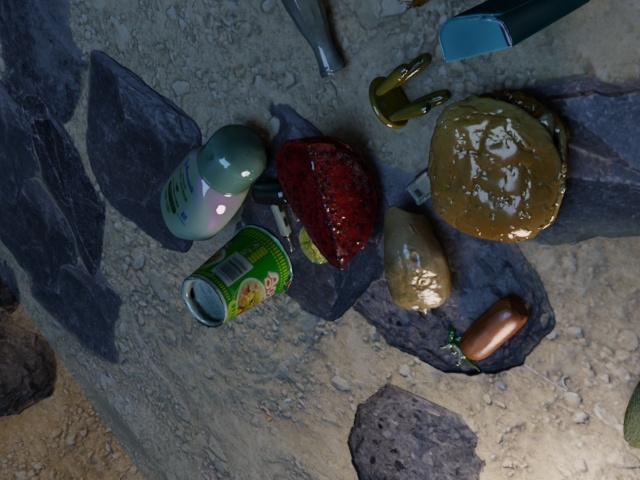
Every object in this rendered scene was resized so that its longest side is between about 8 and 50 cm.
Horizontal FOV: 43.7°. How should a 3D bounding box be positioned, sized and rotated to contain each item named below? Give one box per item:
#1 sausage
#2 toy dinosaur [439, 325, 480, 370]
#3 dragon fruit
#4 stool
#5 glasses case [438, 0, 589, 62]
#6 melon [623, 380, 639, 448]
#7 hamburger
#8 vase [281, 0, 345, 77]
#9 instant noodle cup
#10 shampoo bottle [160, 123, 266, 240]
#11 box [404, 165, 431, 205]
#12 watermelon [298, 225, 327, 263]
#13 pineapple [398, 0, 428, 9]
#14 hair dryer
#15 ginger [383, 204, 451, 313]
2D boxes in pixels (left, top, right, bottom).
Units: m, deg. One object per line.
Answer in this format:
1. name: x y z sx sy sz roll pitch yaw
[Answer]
1. sausage: 0.359 0.188 1.679 0.076 0.076 0.198 45 137 10
2. toy dinosaur: 0.316 0.247 1.786 0.119 0.029 0.060 45 124 10
3. dragon fruit: 0.016 -0.123 1.751 0.205 0.152 0.317 30 144 51
4. stool: 0.166 -0.284 1.533 0.134 0.135 0.110 25 148 -37
5. glasses case: 0.304 -0.354 1.233 0.117 0.301 0.070 -4 111 41
6. melon: 0.641 0.326 1.528 0.202 0.093 0.140 134 128 -74
7. hamburger: 0.322 -0.136 1.468 0.259 0.144 0.283 14 118 38
8. vase: -0.014 -0.440 1.619 0.086 0.086 0.214 -8 114 43
9. instant noodle cup: -0.216 0.100 2.003 0.207 0.232 0.207 20 127 30
10. shampoo bottle: -0.256 -0.148 1.933 0.349 0.151 0.222 -39 54 45
11. box: 0.221 -0.117 1.620 0.060 0.063 0.084 54 136 3
12. watermelon: 0.000 0.000 1.880 0.105 0.062 0.106 29 134 34
13. pineapple: 0.171 -0.491 1.433 0.116 0.069 0.137 -7 108 44
14. hair dryer: -0.092 -0.056 1.943 0.100 0.057 0.198 6 127 39
15. ginger: 0.203 0.048 1.687 0.137 0.152 0.267 -8 107 12
